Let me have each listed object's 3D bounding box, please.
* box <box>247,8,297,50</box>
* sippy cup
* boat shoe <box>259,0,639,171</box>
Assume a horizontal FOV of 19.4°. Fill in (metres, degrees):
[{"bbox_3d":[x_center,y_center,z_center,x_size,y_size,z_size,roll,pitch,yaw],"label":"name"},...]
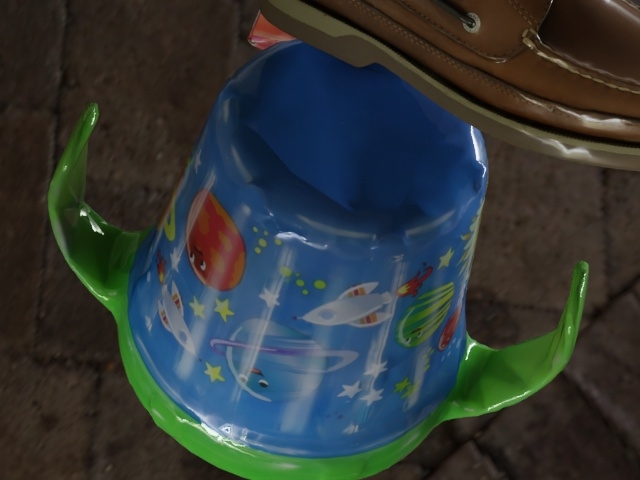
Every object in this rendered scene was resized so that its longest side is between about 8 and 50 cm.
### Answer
[{"bbox_3d":[0.039,-0.204,1.392,0.122,0.128,0.257,26,19,-3],"label":"box"},{"bbox_3d":[0.000,0.000,1.166,0.305,0.224,0.240,-11,57,-22],"label":"sippy cup"},{"bbox_3d":[0.098,-0.131,1.025,0.307,0.104,0.110,22,33,22],"label":"boat shoe"}]
